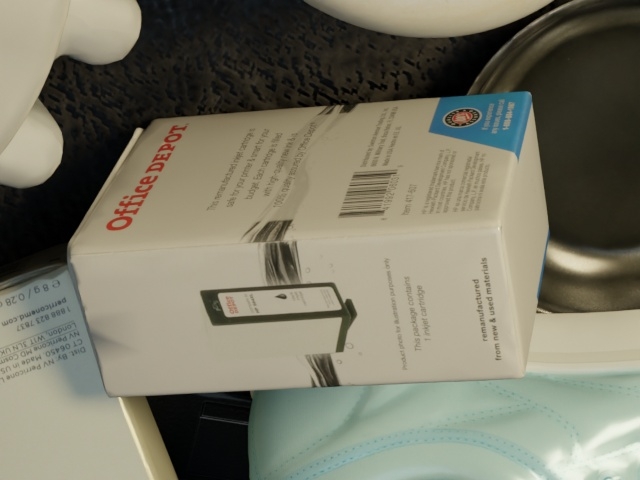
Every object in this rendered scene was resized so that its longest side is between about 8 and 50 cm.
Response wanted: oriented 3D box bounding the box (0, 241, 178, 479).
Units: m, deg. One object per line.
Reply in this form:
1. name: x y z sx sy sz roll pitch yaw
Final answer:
1. box: -0.118 0.145 0.959 0.094 0.113 0.275 -20 96 -2

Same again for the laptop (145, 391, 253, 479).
1. laptop: -0.073 0.225 1.037 0.234 0.136 0.264 10 117 -10

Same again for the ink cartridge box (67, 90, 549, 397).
1. ink cartridge box: 0.000 0.000 0.898 0.203 0.148 0.086 -4 118 15

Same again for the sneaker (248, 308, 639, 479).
1. sneaker: 0.141 0.123 0.979 0.366 0.150 0.135 0 154 3

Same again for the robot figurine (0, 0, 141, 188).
1. robot figurine: -0.245 -0.125 0.768 0.353 0.200 0.300 18 110 -46

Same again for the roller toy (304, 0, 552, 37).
1. roller toy: 0.045 -0.194 0.829 0.209 0.146 0.191 -14 108 8

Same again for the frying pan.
1. frying pan: 0.182 -0.098 0.942 0.197 0.053 0.326 16 114 -12
